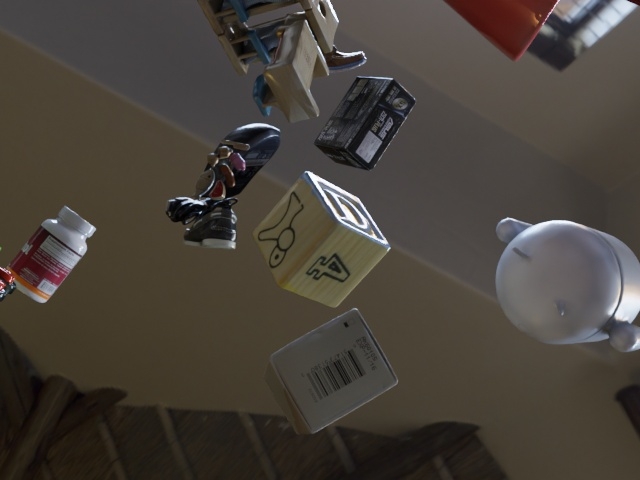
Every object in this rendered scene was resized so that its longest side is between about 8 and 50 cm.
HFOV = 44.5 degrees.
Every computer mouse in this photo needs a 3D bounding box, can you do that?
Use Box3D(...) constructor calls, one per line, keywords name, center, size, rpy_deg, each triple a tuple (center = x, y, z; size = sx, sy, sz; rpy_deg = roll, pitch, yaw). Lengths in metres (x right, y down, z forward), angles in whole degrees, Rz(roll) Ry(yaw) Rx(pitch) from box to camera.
Box3D(name="computer mouse", center=(-0.189, -0.146, 1.568), size=(0.072, 0.272, 0.188), rpy_deg=(53, -154, 16))

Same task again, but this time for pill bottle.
Box3D(name="pill bottle", center=(-0.448, 0.021, 1.303), size=(0.086, 0.086, 0.152), rpy_deg=(37, -99, -5))

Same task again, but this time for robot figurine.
Box3D(name="robot figurine", center=(0.422, 0.073, 1.323), size=(0.300, 0.200, 0.353), rpy_deg=(45, -160, 28))

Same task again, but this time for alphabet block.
Box3D(name="alphabet block", center=(0.000, 0.000, 1.731), size=(0.193, 0.197, 0.192), rpy_deg=(26, -155, -41))

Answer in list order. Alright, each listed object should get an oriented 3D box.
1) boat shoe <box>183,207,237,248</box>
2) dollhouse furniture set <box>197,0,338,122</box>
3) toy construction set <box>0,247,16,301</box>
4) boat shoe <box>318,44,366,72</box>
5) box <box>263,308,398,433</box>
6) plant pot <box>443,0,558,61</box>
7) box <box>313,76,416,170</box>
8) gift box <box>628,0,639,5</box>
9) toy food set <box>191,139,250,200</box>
Box3D(name="boat shoe", center=(-0.217, -0.022, 1.553), size=(0.084, 0.233, 0.079), rpy_deg=(3, -93, -23))
Box3D(name="dollhouse furniture set", center=(-0.071, -0.235, 0.894), size=(0.129, 0.129, 0.184), rpy_deg=(60, -150, -42))
Box3D(name="toy construction set", center=(-0.550, 0.045, 1.093), size=(0.215, 0.151, 0.328), rpy_deg=(37, -171, -13))
Box3D(name="boat shoe", center=(0.007, -0.399, 1.704), size=(0.183, 0.066, 0.066), rpy_deg=(-6, -161, 8))
Box3D(name="box", center=(0.004, 0.210, 1.197), size=(0.148, 0.311, 0.121), rpy_deg=(-29, -100, -10))
Box3D(name="plant pot", center=(0.240, -0.420, 1.048), size=(0.243, 0.275, 0.275), rpy_deg=(34, -130, 4))
Box3D(name="box", center=(0.091, -0.247, 1.639), size=(0.077, 0.147, 0.180), rpy_deg=(37, -98, -31))
Box3D(name="gift box", center=(0.225, -0.272, 0.366), size=(0.276, 0.255, 0.258), rpy_deg=(27, -127, 0))
Box3D(name="toy food set", center=(-0.169, -0.121, 1.346), size=(0.078, 0.019, 0.122), rpy_deg=(14, -109, 16))
